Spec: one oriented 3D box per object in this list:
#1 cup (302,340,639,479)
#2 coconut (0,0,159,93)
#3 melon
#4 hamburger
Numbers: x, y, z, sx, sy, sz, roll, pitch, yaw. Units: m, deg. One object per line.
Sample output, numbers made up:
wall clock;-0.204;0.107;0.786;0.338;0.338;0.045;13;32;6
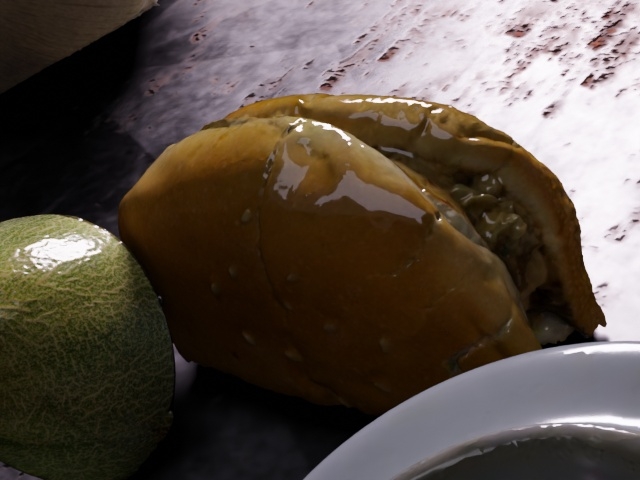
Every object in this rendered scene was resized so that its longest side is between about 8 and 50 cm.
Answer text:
cup;0.089;0.167;0.454;0.347;0.163;0.347;-15;49;19
coconut;-0.258;-0.292;1.118;0.346;0.346;0.360;-16;36;8
melon;-0.142;0.051;0.757;0.079;0.160;0.128;-36;-10;33
hamburger;0.000;0.000;0.775;0.283;0.156;0.144;9;47;31
